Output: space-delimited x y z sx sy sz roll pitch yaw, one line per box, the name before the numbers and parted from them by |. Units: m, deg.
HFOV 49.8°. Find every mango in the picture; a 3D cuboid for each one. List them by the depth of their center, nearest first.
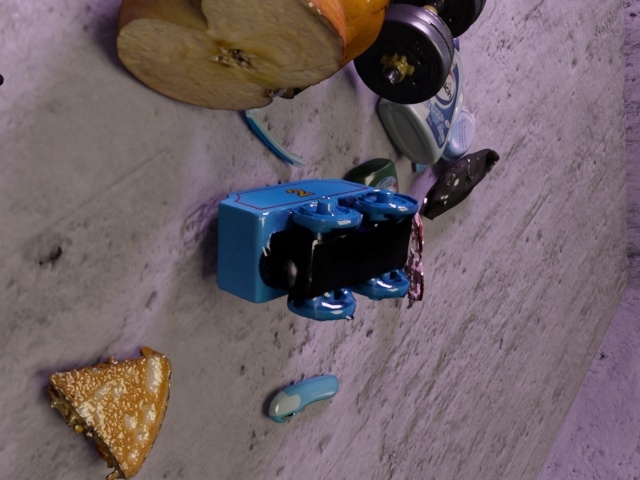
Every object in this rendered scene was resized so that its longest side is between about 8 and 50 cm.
mango | -0.002 -0.351 1.094 0.152 0.201 0.287 47 48 3

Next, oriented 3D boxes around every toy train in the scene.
toy train | 0.000 0.000 1.103 0.300 0.265 0.188 -15 115 -47

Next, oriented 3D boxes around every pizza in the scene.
pizza | -0.296 0.216 0.934 0.199 0.062 0.188 42 52 -42

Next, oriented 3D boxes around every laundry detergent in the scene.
laundry detergent | 0.110 -0.053 1.413 0.137 0.063 0.211 -33 126 -44
laundry detergent | 0.243 -0.324 1.486 0.215 0.105 0.280 52 55 -37

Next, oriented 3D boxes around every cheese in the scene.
cheese | 0.295 -0.244 1.620 0.245 0.052 0.135 -25 116 -39

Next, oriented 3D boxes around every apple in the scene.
apple | -0.108 -0.303 0.892 0.251 0.293 0.163 27 60 -56

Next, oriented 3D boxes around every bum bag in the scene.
bum bag | 0.328 -0.143 1.653 0.326 0.080 0.142 -33 159 -47

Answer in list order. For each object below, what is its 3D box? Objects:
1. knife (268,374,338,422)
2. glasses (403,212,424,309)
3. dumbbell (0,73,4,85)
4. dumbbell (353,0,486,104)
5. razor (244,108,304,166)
knife | -0.030 0.301 1.334 0.222 0.031 0.064 -5 98 -56
glasses | 0.183 0.038 1.528 0.162 0.095 0.255 -61 153 -75
dumbbell | -0.376 -0.152 0.724 0.069 0.069 0.147 19 83 -54
dumbbell | 0.193 -0.413 1.309 0.388 0.185 0.185 -60 140 -35
razor | -0.082 -0.177 1.145 0.191 0.037 0.068 49 18 -51
